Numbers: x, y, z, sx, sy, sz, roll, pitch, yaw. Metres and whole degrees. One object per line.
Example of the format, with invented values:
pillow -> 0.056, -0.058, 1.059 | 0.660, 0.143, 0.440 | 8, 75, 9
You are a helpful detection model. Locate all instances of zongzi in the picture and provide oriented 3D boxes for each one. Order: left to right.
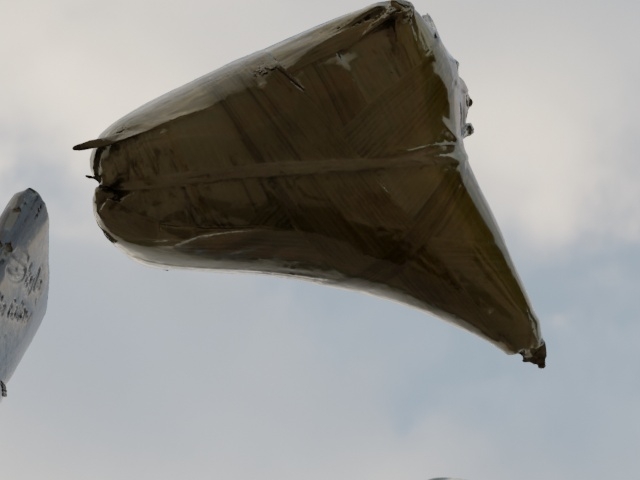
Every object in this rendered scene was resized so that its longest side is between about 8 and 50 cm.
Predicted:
zongzi -> 0.000, 0.000, 0.928 | 0.194, 0.099, 0.197 | -21, -91, -1

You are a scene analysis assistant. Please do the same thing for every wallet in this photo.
wallet -> -0.219, 0.080, 1.175 | 0.031, 0.232, 0.122 | 12, -46, 9

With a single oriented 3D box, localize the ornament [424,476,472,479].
ornament -> 0.099, 0.185, 1.177 | 0.081, 0.156, 0.075 | 40, -107, -24
